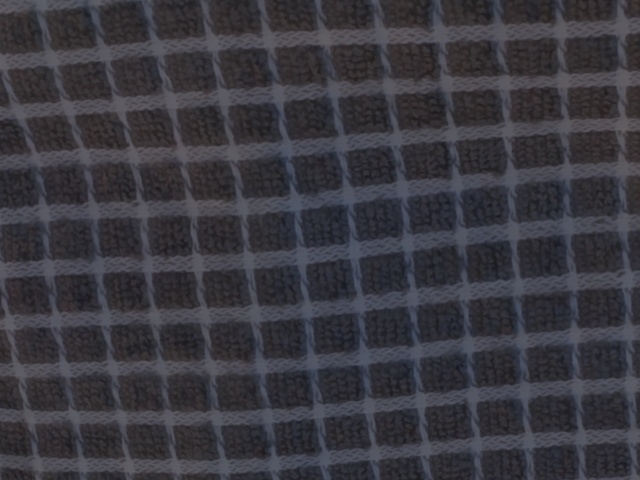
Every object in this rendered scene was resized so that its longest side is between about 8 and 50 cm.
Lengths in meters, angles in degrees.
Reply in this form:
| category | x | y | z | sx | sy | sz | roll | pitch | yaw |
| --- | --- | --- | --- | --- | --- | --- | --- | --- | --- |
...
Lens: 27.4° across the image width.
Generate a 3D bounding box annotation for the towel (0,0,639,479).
| category | x | y | z | sx | sy | sz | roll | pitch | yaw |
| --- | --- | --- | --- | --- | --- | --- | --- | --- | --- |
| towel | 0.000 | 0.000 | 0.460 | 0.121 | 0.283 | 0.235 | -61 | 147 | -69 |
